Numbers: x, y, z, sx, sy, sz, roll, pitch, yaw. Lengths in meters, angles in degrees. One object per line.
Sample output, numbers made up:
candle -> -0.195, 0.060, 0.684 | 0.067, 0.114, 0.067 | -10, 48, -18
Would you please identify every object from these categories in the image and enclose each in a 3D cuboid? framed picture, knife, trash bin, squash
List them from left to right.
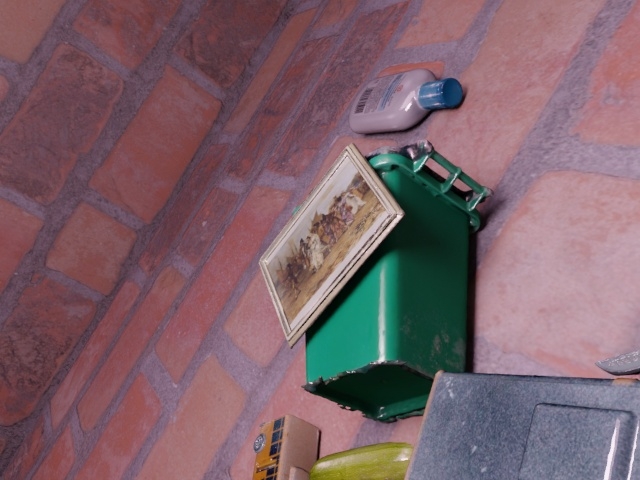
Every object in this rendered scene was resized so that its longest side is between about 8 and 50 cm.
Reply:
framed picture -> 0.000, 0.000, 0.924 | 0.274, 0.017, 0.217 | -52, 36, 18
squash -> 0.069, 0.350, 0.916 | 0.239, 0.069, 0.069 | -28, 39, 41
trash bin -> 0.119, 0.067, 0.959 | 0.295, 0.259, 0.381 | -30, 45, 40
knife -> 0.413, 0.120, 0.676 | 0.210, 0.015, 0.028 | -33, 43, 38

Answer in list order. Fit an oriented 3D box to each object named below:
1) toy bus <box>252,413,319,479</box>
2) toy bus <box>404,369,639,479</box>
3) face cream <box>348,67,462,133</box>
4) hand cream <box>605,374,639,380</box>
toy bus -> -0.062, 0.406, 1.036 | 0.103, 0.091, 0.182 | -34, 34, 36
toy bus -> 0.251, 0.229, 0.598 | 0.323, 0.194, 0.162 | -21, 43, 62
face cream -> 0.195, -0.328, 1.400 | 0.336, 0.080, 0.163 | 11, 69, 59
hand cream -> 0.397, 0.164, 0.635 | 0.209, 0.043, 0.067 | -29, 39, 52
